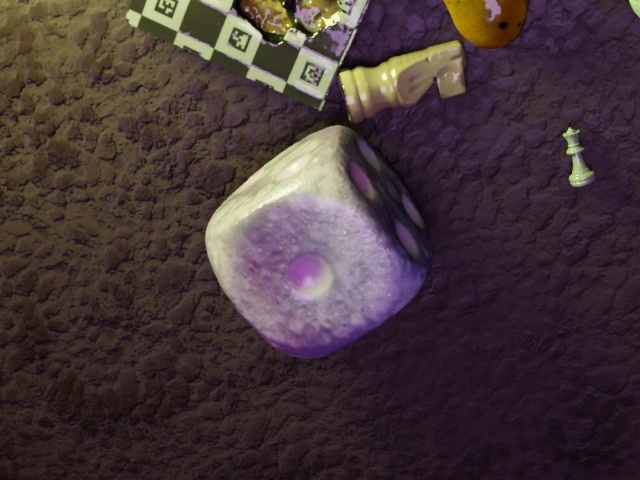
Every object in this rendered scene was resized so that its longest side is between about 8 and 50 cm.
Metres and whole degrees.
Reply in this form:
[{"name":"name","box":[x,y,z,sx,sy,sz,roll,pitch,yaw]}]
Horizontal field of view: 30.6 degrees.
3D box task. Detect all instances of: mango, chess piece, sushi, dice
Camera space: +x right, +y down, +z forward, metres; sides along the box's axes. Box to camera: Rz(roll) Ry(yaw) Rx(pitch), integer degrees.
[{"name":"mango","box":[0.240,-0.372,1.754,0.115,0.090,0.178,-28,98,25]},{"name":"chess piece","box":[0.406,-0.135,1.855,0.042,0.042,0.093,-15,105,14]},{"name":"chess piece","box":[0.132,-0.250,1.829,0.200,0.090,0.090,-15,110,2]},{"name":"sushi","box":[-0.080,-0.430,1.784,0.343,0.064,0.359,25,115,-1]},{"name":"dice","box":[0.000,0.000,1.840,0.270,0.271,0.270,-33,105,20]}]

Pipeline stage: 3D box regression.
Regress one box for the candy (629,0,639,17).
[{"name":"candy","box":[0.538,-0.518,1.643,0.119,0.119,0.439,14,103,2]}]
